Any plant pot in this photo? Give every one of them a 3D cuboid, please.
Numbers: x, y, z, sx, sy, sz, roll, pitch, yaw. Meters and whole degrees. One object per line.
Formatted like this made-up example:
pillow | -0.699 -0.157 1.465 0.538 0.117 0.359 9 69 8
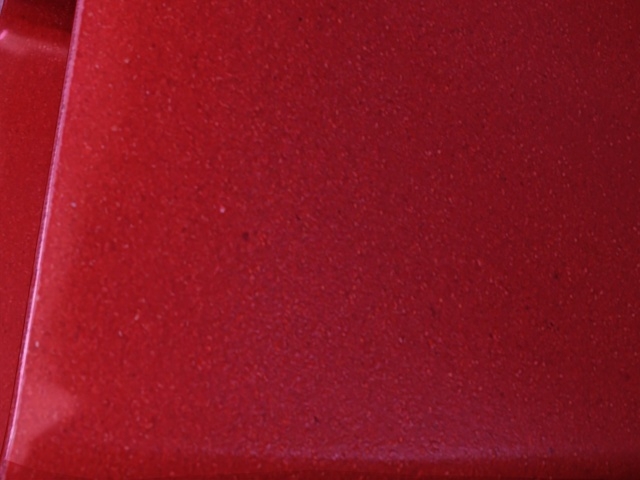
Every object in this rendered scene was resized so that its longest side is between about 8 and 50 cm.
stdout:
plant pot | 0.000 0.000 0.492 0.236 0.267 0.267 13 67 -18
